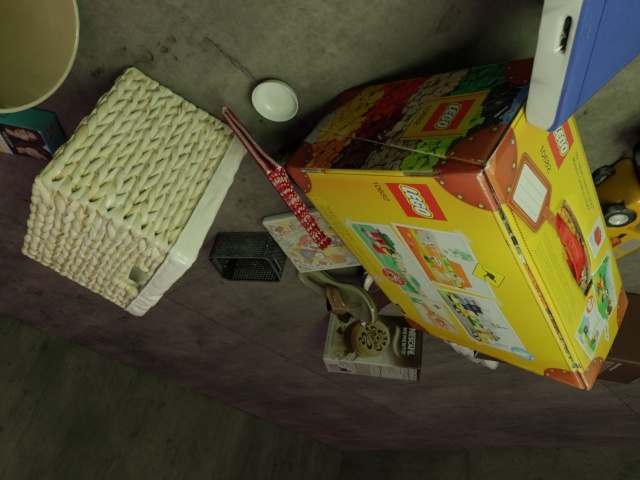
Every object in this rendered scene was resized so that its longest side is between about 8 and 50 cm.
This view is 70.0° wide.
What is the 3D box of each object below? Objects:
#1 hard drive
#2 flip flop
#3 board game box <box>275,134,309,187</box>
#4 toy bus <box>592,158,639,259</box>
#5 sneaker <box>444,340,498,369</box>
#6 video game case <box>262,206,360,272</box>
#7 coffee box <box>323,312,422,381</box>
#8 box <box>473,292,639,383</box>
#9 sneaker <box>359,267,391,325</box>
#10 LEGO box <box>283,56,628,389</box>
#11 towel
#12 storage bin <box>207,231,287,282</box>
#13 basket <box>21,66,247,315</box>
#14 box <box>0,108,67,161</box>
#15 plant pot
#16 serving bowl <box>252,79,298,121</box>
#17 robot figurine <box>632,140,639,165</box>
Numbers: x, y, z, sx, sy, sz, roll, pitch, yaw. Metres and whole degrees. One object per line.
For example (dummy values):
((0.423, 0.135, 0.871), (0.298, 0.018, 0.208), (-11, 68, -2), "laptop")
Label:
((0.324, -0.277, 0.438), (0.040, 0.318, 0.210), (39, 161, 35), "hard drive")
((0.035, 0.150, 1.219), (0.277, 0.080, 0.112), (28, 139, 30), "flip flop")
((0.019, -0.151, 0.911), (0.170, 0.048, 0.141), (-16, 139, 35), "board game box")
((0.517, -0.009, 0.905), (0.130, 0.108, 0.333), (19, 145, -10), "toy bus")
((0.441, 0.301, 1.328), (0.129, 0.111, 0.297), (20, 164, 4), "sneaker")
((0.000, 0.000, 1.137), (0.227, 0.026, 0.206), (-9, 135, 28), "video game case")
((0.173, 0.334, 1.453), (0.297, 0.168, 0.119), (2, 144, 13), "coffee box")
((0.585, 0.214, 1.135), (0.381, 0.191, 0.143), (8, 146, 7), "box")
((0.192, 0.161, 1.259), (0.162, 0.106, 0.281), (5, 144, 6), "sneaker")
((0.233, -0.009, 0.759), (0.372, 0.193, 0.500), (12, 149, 50), "LEGO box")
((-0.075, -0.107, 0.850), (0.031, 0.199, 0.275), (-37, 146, -1), "towel")
((-0.194, 0.046, 1.228), (0.180, 0.084, 0.122), (-1, 143, 17), "storage bin")
((-0.355, -0.080, 0.884), (0.266, 0.331, 0.328), (30, 142, -21), "basket")
((-0.689, -0.243, 0.988), (0.244, 0.060, 0.100), (12, 146, 1), "box")
((-0.558, -0.353, 0.666), (0.274, 0.256, 0.256), (23, 148, 16), "plant pot")
((-0.078, -0.253, 0.813), (0.083, 0.027, 0.083), (9, 145, 6), "serving bowl")
((0.605, -0.140, 0.633), (0.278, 0.174, 0.209), (-18, 135, 37), "robot figurine")
